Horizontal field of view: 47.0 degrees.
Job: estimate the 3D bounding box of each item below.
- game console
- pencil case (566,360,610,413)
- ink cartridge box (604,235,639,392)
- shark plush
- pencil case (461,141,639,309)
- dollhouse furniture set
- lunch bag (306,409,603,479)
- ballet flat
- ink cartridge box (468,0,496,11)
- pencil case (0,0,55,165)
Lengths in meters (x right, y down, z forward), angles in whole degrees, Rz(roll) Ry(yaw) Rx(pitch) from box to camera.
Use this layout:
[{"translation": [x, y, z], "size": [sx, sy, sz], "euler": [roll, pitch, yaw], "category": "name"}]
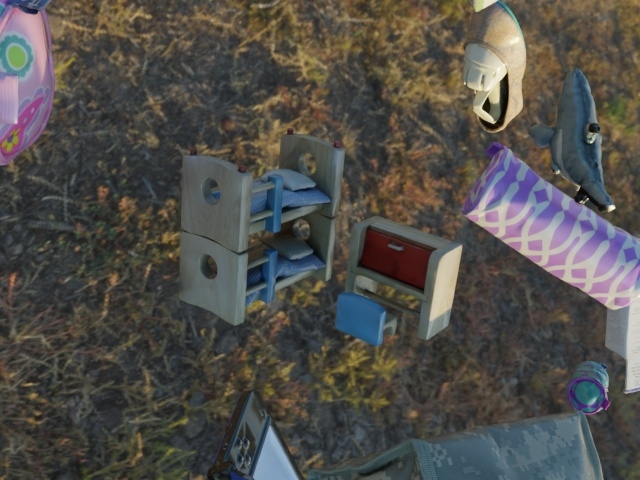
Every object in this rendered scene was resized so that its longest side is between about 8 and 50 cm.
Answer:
[{"translation": [-0.008, 0.370, 0.982], "size": [0.250, 0.173, 0.293], "euler": [-71, 143, -59], "category": "game console"}, {"translation": [0.460, 0.249, 1.257], "size": [0.070, 0.064, 0.152], "euler": [31, 14, 19], "category": "pencil case"}, {"translation": [0.516, 0.100, 1.101], "size": [0.223, 0.045, 0.224], "euler": [-3, 97, -30], "category": "ink cartridge box"}, {"translation": [0.239, -0.089, 0.687], "size": [0.073, 0.067, 0.161], "euler": [15, 48, 3], "category": "shark plush"}, {"translation": [0.246, -0.013, 0.746], "size": [0.206, 0.086, 0.088], "euler": [32, 68, -3], "category": "pencil case"}, {"translation": [0.000, 0.000, 0.582], "size": [0.129, 0.184, 0.129], "euler": [-23, 125, -49], "category": "dollhouse furniture set"}, {"translation": [0.145, 0.304, 0.602], "size": [0.235, 0.169, 0.287], "euler": [3, 64, -40], "category": "lunch bag"}, {"translation": [0.310, -0.294, 1.326], "size": [0.106, 0.107, 0.316], "euler": [-52, 149, -9], "category": "ballet flat"}, {"translation": [0.263, -0.355, 0.792], "size": [0.056, 0.235, 0.171], "euler": [62, 5, 10], "category": "ink cartridge box"}, {"translation": [-0.315, -0.123, 0.461], "size": [0.284, 0.124, 0.124], "euler": [10, 63, -5], "category": "pencil case"}]
